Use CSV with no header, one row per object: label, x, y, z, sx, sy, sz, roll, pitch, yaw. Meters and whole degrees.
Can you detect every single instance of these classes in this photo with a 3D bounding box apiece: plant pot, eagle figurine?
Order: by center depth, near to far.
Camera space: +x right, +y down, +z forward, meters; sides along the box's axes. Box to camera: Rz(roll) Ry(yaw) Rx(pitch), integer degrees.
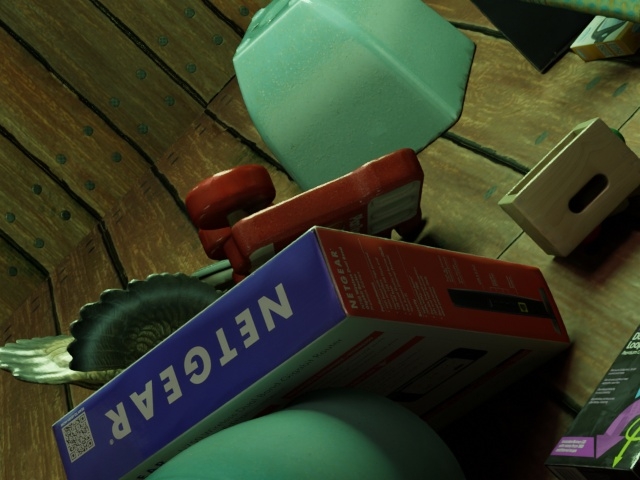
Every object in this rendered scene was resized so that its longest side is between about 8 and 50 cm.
plant pot,-0.017,0.243,1.224,0.272,0.271,0.255,-34,4,39
eagle figurine,-0.153,0.140,1.724,0.226,0.298,0.225,-46,16,9
plant pot,0.028,-0.232,2.279,0.247,0.252,0.248,-38,18,28

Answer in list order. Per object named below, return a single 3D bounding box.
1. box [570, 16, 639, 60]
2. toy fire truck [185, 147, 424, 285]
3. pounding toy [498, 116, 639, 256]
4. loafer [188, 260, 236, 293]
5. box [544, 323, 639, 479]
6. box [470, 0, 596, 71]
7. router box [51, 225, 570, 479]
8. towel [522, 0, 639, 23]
box,0.337,-0.243,1.903,0.081,0.028,0.136,-50,17,-11
toy fire truck,0.000,0.000,1.904,0.254,0.169,0.302,-22,-15,-3
pounding toy,0.253,-0.048,1.542,0.141,0.100,0.130,-44,1,0
loafer,-0.150,0.080,2.337,0.096,0.084,0.267,-18,-3,-42
box,0.246,0.112,1.244,0.162,0.029,0.116,-51,16,-20
box,0.306,-0.402,2.102,0.294,0.183,0.296,-44,15,14
router box,-0.005,0.123,1.428,0.335,0.301,0.082,-37,61,31
towel,0.287,-0.375,1.771,0.370,0.040,0.271,18,99,34
